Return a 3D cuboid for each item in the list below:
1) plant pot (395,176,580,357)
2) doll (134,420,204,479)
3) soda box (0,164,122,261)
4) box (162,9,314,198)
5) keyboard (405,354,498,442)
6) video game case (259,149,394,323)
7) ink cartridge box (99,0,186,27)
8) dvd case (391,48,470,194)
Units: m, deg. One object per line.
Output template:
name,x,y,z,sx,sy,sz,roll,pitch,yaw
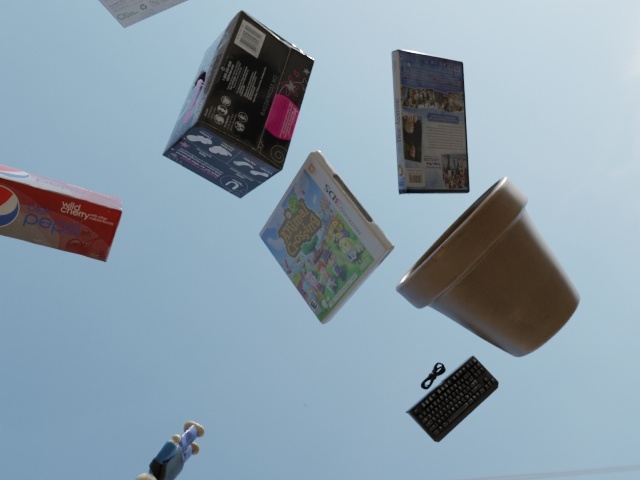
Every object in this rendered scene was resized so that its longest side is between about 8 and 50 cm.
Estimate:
plant pot,0.292,0.066,1.131,0.229,0.263,0.263,45,-107,5
doll,-0.253,0.376,1.142,0.046,0.189,0.129,18,-79,10
soda box,-0.446,-0.052,1.051,0.263,0.083,0.092,17,-78,-23
box,-0.136,-0.225,1.145,0.163,0.142,0.247,29,-123,-25
keyboard,0.236,0.278,1.258,0.180,0.023,0.108,-32,-117,-28
video game case,0.000,0.000,1.066,0.023,0.212,0.193,-21,-113,-42
ink cartridge box,-0.287,-0.461,1.088,0.223,0.224,0.045,-17,-116,14
dvd case,0.204,-0.210,1.245,0.180,0.022,0.253,-3,-90,-40
